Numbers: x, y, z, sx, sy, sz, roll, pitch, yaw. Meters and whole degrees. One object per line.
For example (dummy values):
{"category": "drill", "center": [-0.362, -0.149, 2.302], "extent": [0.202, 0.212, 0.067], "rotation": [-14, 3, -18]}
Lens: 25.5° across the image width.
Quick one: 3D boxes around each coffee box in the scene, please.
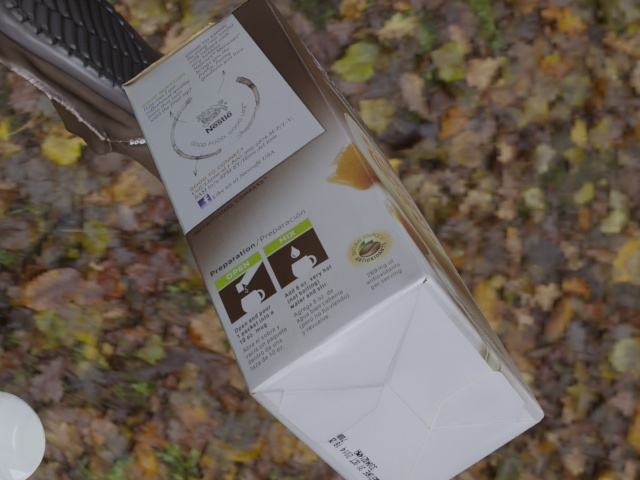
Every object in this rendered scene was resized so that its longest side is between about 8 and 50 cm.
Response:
{"category": "coffee box", "center": [0.000, 0.000, 0.735], "extent": [0.098, 0.246, 0.141], "rotation": [-35, 135, 7]}

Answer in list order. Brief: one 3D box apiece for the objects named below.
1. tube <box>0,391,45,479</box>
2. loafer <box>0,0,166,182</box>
{"category": "tube", "center": [-0.259, 0.164, 0.954], "extent": [0.062, 0.240, 0.070], "rotation": [7, 66, -33]}
{"category": "loafer", "center": [-0.222, -0.142, 1.437], "extent": [0.366, 0.130, 0.134], "rotation": [34, 33, -44]}
